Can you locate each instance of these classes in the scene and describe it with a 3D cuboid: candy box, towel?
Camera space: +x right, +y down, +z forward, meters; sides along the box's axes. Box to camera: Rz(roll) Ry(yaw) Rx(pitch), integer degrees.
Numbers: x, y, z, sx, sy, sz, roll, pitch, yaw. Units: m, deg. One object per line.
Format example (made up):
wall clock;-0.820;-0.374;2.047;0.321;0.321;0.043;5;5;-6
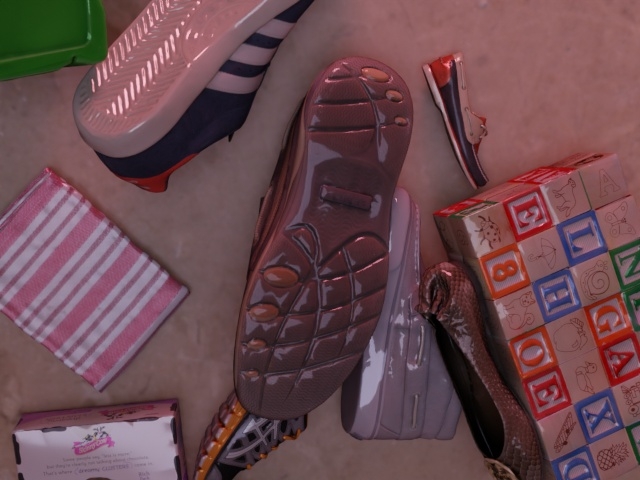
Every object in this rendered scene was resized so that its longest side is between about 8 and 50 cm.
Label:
candy box;-0.216;0.268;1.635;0.165;0.070;0.196;-5;100;0
towel;-0.247;0.040;1.621;0.197;0.029;0.144;42;96;-9

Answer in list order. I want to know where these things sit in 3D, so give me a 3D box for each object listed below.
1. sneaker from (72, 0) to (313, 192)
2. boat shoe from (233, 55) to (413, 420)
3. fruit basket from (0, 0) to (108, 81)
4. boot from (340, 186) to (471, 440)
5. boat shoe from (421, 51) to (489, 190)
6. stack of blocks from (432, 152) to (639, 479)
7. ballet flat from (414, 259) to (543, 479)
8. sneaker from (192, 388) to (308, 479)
sneaker;-0.088;-0.190;1.548;0.350;0.148;0.131;-45;59;-13
boat shoe;0.000;0.000;1.557;0.132;0.130;0.355;19;89;-12
fruit basket;-0.383;-0.316;1.473;0.283;0.392;0.392;-16;102;-36
boot;0.098;0.076;1.608;0.123;0.095;0.258;5;102;-15
boat shoe;0.142;-0.117;1.589;0.043;0.049;0.137;-21;94;0
stack of blocks;0.247;0.081;1.580;0.171;0.087;0.297;-22;99;-13
ballet flat;0.148;0.140;1.542;0.058;0.084;0.249;-26;102;-32
sneaker;-0.057;0.181;1.618;0.083;0.084;0.215;33;97;-11
